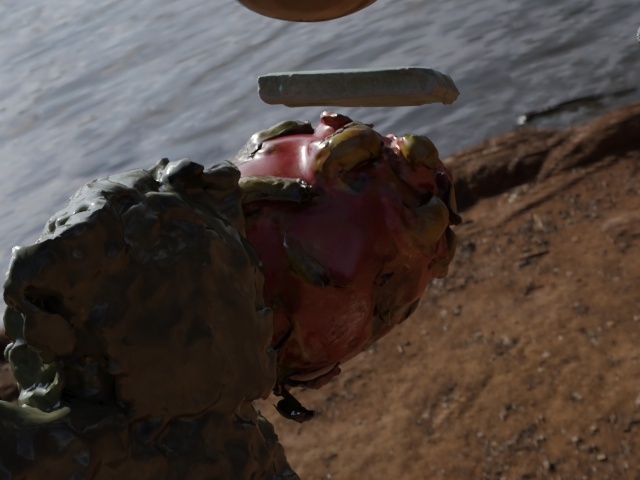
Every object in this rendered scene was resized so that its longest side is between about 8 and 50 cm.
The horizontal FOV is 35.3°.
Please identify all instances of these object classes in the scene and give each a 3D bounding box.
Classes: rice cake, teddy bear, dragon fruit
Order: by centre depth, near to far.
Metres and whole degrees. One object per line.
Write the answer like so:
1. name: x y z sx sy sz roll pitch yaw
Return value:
1. teddy bear: -0.125 0.127 0.618 0.224 0.367 0.357 0 -8 24
2. dragon fruit: 0.000 0.000 0.979 0.291 0.250 0.269 -34 1 14
3. rice cake: 0.043 -0.178 1.173 0.226 0.040 0.085 2 2 24

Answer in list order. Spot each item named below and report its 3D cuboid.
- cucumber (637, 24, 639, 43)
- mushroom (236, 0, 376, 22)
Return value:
1. cucumber: 0.356 -0.221 0.966 0.048 0.048 0.105 -40 -5 -32
2. mushroom: -0.013 -0.325 0.972 0.207 0.215 0.207 1 27 -1
